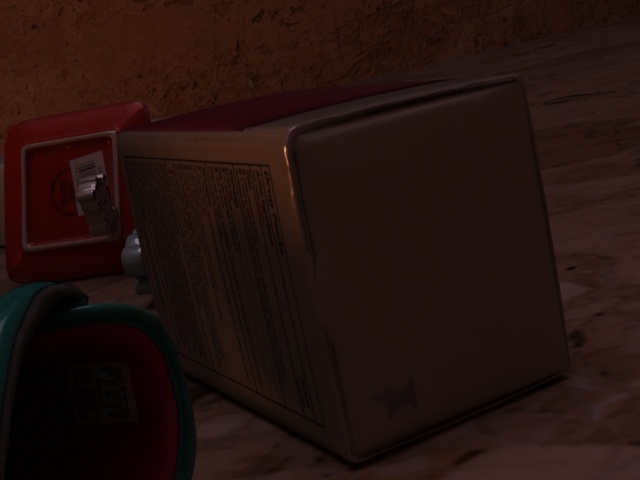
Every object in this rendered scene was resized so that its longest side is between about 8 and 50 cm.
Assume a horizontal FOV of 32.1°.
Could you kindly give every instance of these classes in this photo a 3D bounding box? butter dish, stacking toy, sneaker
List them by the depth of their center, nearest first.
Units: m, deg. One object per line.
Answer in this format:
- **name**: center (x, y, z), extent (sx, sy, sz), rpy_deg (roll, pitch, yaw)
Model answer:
- **sneaker**: center (-0.140, 0.066, 0.429), extent (0.178, 0.124, 0.295), rpy_deg (-16, 25, -3)
- **stacking toy**: center (-0.129, -0.006, 0.887), extent (0.166, 0.052, 0.221), rpy_deg (-10, 28, 11)
- **butter dish**: center (-0.212, -0.037, 1.072), extent (0.159, 0.160, 0.118), rpy_deg (-8, -11, 18)

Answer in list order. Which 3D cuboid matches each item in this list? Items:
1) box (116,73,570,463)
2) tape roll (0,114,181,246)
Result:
- **box**: center (0.000, 0.000, 0.581), extent (0.126, 0.149, 0.232), rpy_deg (-17, 13, -26)
- **tape roll**: center (-0.282, -0.078, 1.390), extent (0.286, 0.100, 0.286), rpy_deg (-11, 11, 2)
